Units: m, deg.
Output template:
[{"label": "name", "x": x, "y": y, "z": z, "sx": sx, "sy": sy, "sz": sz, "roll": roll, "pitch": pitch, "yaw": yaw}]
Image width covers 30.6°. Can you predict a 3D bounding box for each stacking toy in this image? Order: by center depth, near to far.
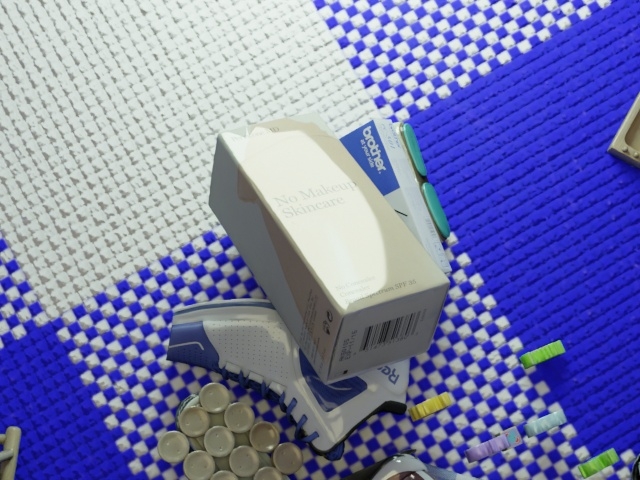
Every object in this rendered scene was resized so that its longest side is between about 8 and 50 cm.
[{"label": "stacking toy", "x": 0.236, "y": 0.234, "z": 1.406, "sx": 0.221, "sy": 0.052, "sz": 0.167, "roll": -22, "pitch": 78, "yaw": -15}]

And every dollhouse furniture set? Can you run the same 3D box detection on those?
[{"label": "dollhouse furniture set", "x": 0.472, "y": -0.148, "z": 1.460, "sx": 0.151, "sy": 0.123, "sz": 0.144, "roll": 30, "pitch": 80, "yaw": 5}]

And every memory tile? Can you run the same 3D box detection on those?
[{"label": "memory tile", "x": -0.102, "y": 0.242, "z": 1.336, "sx": 0.148, "sy": 0.012, "sz": 0.113, "roll": 39, "pitch": 66, "yaw": 0}]

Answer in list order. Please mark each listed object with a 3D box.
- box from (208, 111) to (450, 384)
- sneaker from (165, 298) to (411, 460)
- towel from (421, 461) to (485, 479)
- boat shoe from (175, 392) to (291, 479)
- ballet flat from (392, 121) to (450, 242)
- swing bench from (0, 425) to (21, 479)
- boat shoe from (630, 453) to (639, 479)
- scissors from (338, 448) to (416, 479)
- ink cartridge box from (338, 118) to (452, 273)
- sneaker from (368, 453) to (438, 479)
[{"label": "box", "x": 0.000, "y": 0.000, "z": 1.348, "sx": 0.148, "sy": 0.121, "sz": 0.311, "roll": -16, "pitch": 50, "yaw": -27}, {"label": "sneaker", "x": -0.030, "y": 0.169, "z": 1.395, "sx": 0.315, "sy": 0.127, "sz": 0.182, "roll": 3, "pitch": 77, "yaw": -2}, {"label": "towel", "x": 0.216, "y": 0.403, "z": 1.402, "sx": 0.285, "sy": 0.034, "sz": 0.209, "roll": 18, "pitch": 79, "yaw": 3}, {"label": "boat shoe", "x": -0.094, "y": 0.295, "z": 1.392, "sx": 0.095, "sy": 0.079, "sz": 0.254, "roll": -38, "pitch": 96, "yaw": -21}, {"label": "ballet flat", "x": 0.116, "y": -0.068, "z": 1.486, "sx": 0.052, "sy": 0.057, "sz": 0.168, "roll": -24, "pitch": 75, "yaw": 23}, {"label": "swing bench", "x": -0.496, "y": 0.340, "z": 1.344, "sx": 0.253, "sy": 0.165, "sz": 0.255, "roll": 4, "pitch": 85, "yaw": -1}, {"label": "boat shoe", "x": 0.417, "y": 0.249, "z": 1.416, "sx": 0.083, "sy": 0.065, "sz": 0.183, "roll": -7, "pitch": 81, "yaw": -3}, {"label": "scissors", "x": -0.017, "y": 0.319, "z": 1.364, "sx": 0.297, "sy": 0.021, "sz": 0.109, "roll": -8, "pitch": 85, "yaw": -19}, {"label": "ink cartridge box", "x": 0.078, "y": -0.037, "z": 1.452, "sx": 0.097, "sy": 0.046, "sz": 0.207, "roll": -27, "pitch": 79, "yaw": 33}, {"label": "sneaker", "x": 0.075, "y": 0.396, "z": 1.331, "sx": 0.162, "sy": 0.106, "sz": 0.281, "roll": 32, "pitch": 88, "yaw": 31}]
